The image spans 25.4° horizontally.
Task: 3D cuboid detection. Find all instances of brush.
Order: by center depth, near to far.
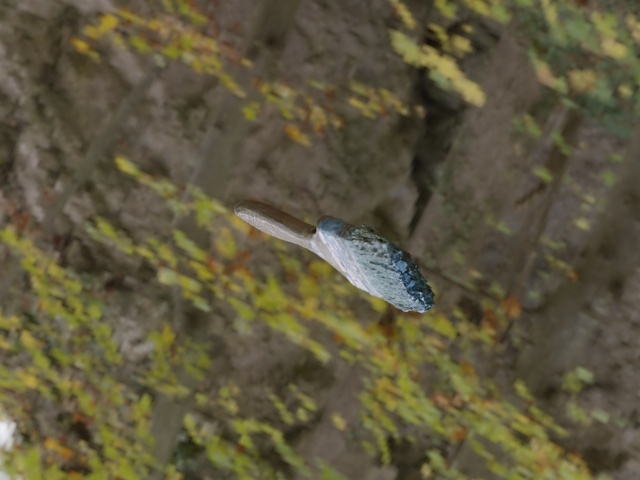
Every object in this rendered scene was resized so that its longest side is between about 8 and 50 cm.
[{"bbox_3d":[0.000,0.000,0.952,0.196,0.021,0.070,25,156,49],"label":"brush"}]
